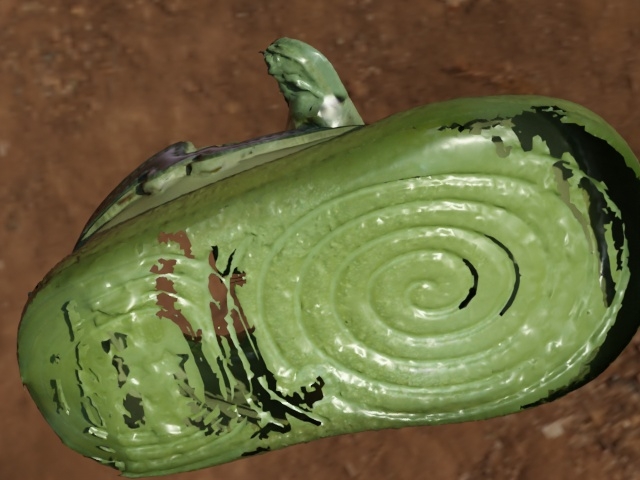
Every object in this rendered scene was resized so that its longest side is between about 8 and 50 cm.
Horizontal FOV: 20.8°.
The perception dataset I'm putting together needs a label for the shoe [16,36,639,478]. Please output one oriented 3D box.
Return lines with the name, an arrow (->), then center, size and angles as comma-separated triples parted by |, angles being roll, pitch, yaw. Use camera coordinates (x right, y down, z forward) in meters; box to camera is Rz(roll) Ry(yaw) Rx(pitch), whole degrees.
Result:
shoe -> 0.001, 0.003, 0.708 | 0.262, 0.128, 0.140 | -19, 126, 3
